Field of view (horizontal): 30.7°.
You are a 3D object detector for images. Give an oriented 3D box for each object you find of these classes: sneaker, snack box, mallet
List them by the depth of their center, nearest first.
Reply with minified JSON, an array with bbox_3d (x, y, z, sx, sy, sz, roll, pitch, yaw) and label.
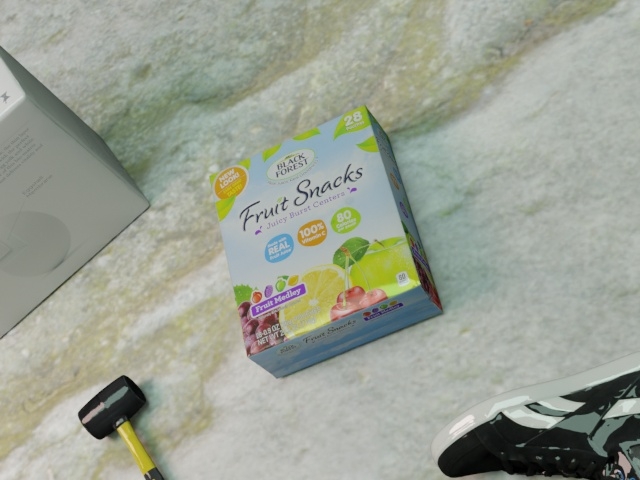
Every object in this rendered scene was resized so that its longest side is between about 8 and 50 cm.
[{"bbox_3d":[0.198,0.171,0.906,0.216,0.079,0.121,-23,56,12],"label":"sneaker"},{"bbox_3d":[-0.169,0.216,1.086,0.062,0.039,0.190,-33,60,5],"label":"mallet"},{"bbox_3d":[0.000,0.000,1.092,0.174,0.070,0.207,-24,56,13],"label":"snack box"}]

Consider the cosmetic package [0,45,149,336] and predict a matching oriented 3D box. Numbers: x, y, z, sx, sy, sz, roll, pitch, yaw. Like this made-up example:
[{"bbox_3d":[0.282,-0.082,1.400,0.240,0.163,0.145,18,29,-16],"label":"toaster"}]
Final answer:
[{"bbox_3d":[-0.340,-0.053,1.183,0.224,0.225,0.138,-41,56,1],"label":"cosmetic package"}]
